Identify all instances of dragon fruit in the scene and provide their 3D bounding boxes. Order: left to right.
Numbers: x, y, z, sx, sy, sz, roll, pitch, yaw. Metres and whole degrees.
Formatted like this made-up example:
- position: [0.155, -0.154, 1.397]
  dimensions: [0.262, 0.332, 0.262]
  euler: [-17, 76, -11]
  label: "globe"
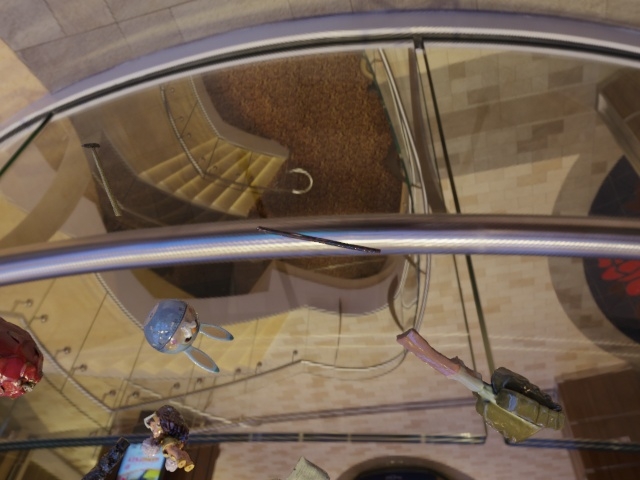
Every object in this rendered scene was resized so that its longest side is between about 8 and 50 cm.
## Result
- position: [-0.434, 0.124, 0.656]
  dimensions: [0.190, 0.094, 0.094]
  euler: [42, 124, -11]
  label: "dragon fruit"

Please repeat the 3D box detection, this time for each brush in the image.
- position: [0.208, 0.190, 0.680]
  dimensions: [0.301, 0.071, 0.084]
  euler: [35, 121, -27]
  label: "brush"

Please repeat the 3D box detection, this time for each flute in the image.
- position: [0.000, 0.000, 1.077]
  dimensions: [0.269, 0.014, 0.014]
  euler: [11, 133, -16]
  label: "flute"

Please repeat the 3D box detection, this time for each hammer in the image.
- position: [-0.548, -0.154, 1.327]
  dimensions: [0.013, 0.062, 0.199]
  euler: [-22, 90, 16]
  label: "hammer"

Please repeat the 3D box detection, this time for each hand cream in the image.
- position: [-0.032, 0.700, 1.568]
  dimensions: [0.050, 0.080, 0.234]
  euler: [24, 162, 36]
  label: "hand cream"

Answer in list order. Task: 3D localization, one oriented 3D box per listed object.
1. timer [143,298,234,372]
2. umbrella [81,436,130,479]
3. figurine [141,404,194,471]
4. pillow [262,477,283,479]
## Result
- position: [-0.387, 0.269, 1.526]
  dimensions: [0.255, 0.175, 0.175]
  euler: [24, 131, 0]
  label: "timer"
- position: [-0.666, 0.702, 1.588]
  dimensions: [0.080, 0.224, 0.071]
  euler: [15, 140, 27]
  label: "umbrella"
- position: [-0.462, 0.613, 1.616]
  dimensions: [0.116, 0.240, 0.174]
  euler: [-33, 130, -5]
  label: "figurine"
- position: [-0.213, 0.846, 1.722]
  dimensions: [0.214, 0.086, 0.233]
  euler: [-39, 147, 30]
  label: "pillow"
